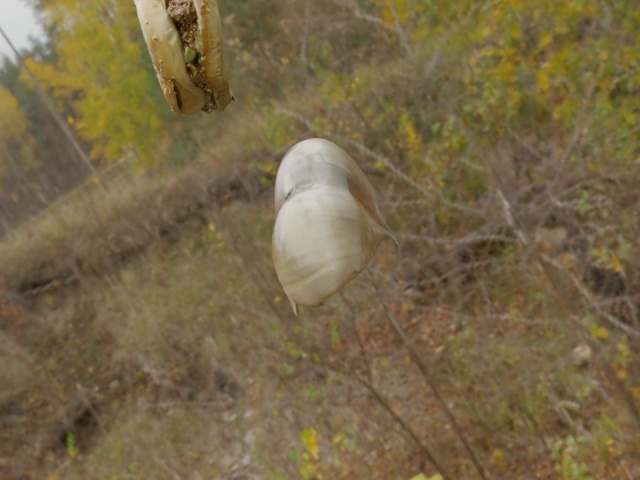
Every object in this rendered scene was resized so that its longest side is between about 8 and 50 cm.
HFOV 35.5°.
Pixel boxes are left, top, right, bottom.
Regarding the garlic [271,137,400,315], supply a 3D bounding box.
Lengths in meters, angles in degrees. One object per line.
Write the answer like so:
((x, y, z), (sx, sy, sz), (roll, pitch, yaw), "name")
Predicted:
((0.005, -0.010, 0.822), (0.099, 0.124, 0.174), (-16, 27, 10), "garlic")

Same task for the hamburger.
((-0.187, -0.279, 1.382), (0.108, 0.214, 0.214), (-18, 12, -5), "hamburger")
